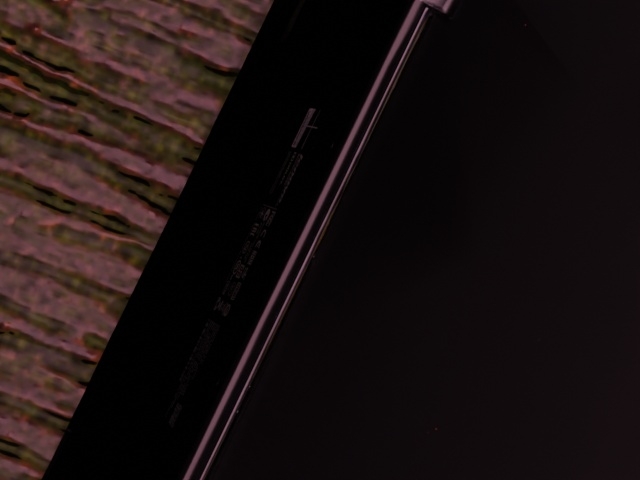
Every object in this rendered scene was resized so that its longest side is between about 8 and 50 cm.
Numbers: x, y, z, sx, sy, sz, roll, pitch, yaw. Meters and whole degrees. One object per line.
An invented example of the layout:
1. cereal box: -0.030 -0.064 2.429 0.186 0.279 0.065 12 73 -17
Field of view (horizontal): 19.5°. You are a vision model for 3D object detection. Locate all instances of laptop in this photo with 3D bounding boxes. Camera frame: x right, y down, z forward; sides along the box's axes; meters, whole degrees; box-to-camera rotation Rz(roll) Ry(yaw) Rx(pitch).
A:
1. laptop: 0.065 0.054 0.912 0.236 0.408 0.382 27 88 -17

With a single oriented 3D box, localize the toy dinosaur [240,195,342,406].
1. toy dinosaur: 0.000 0.000 1.059 0.112 0.064 0.211 13 87 -3
